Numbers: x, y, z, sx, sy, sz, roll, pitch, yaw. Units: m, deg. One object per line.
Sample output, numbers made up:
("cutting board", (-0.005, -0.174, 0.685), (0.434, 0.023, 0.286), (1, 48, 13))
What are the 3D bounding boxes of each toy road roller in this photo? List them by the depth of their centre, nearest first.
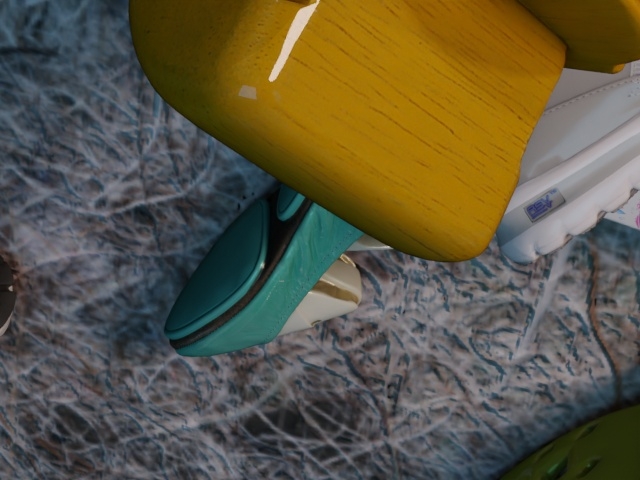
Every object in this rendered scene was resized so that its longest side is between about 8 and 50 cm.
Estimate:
("toy road roller", (0.004, -0.136, 0.617), (0.202, 0.241, 0.329), (33, 169, -39))

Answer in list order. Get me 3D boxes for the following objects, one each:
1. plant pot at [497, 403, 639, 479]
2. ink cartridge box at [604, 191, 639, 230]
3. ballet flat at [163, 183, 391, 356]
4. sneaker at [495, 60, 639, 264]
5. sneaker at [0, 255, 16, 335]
("plant pot", (0.214, 0.208, 0.869), (0.227, 0.228, 0.207), (36, 120, -6))
("ink cartridge box", (0.183, -0.050, 0.809), (0.122, 0.052, 0.088), (19, 125, 5))
("ballet flat", (0.000, 0.000, 0.890), (0.087, 0.083, 0.247), (26, 130, -17))
("sneaker", (0.164, -0.113, 0.711), (0.281, 0.105, 0.115), (-40, 89, 9))
("sneaker", (-0.329, 0.019, 1.002), (0.271, 0.100, 0.108), (27, 132, 0))
